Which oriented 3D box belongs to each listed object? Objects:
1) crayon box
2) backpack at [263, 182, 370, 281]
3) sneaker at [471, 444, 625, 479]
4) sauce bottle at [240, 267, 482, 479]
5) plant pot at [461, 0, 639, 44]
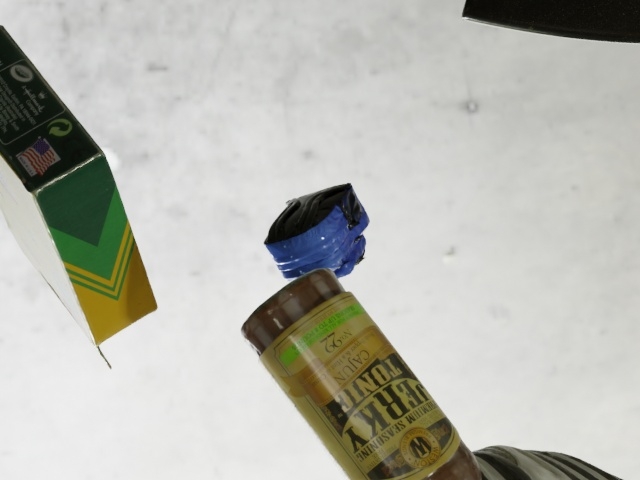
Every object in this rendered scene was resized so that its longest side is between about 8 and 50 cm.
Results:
[{"bbox_3d":[-0.260,-0.035,1.604,0.081,0.202,0.318,-32,149,-15],"label":"crayon box"},{"bbox_3d":[0.000,0.000,1.881,0.098,0.120,0.101,-23,104,30],"label":"backpack"},{"bbox_3d":[0.297,0.352,1.530,0.257,0.447,0.169,-3,134,-40],"label":"sneaker"},{"bbox_3d":[0.068,0.183,1.458,0.111,0.344,0.111,-37,168,-9],"label":"sauce bottle"},{"bbox_3d":[0.225,-0.241,1.180,0.167,0.188,0.187,22,120,12],"label":"plant pot"}]
